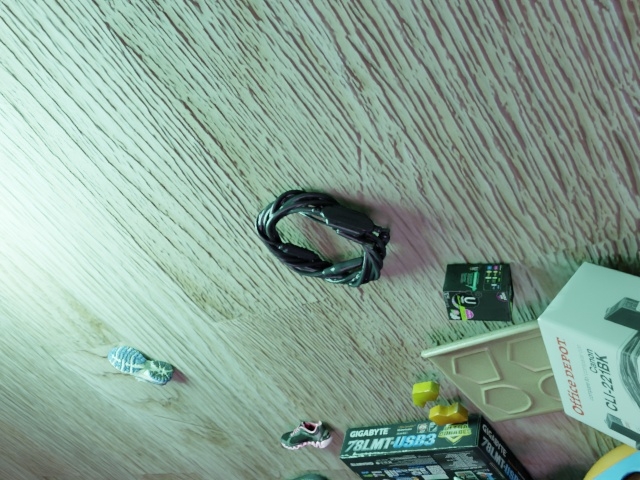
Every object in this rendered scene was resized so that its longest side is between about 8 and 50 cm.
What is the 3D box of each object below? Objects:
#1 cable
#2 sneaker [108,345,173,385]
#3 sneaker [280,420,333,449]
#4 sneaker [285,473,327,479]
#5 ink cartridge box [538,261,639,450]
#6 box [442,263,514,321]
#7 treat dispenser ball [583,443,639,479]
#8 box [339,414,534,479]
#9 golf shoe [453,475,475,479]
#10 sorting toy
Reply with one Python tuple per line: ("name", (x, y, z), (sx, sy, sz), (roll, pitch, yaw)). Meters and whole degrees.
("cable", (0.000, 0.000, 0.864), (0.184, 0.047, 0.150), (16, 142, 3))
("sneaker", (-0.365, 0.260, 1.267), (0.135, 0.052, 0.058), (25, 142, -2))
("sneaker", (-0.034, 0.387, 1.270), (0.119, 0.047, 0.057), (-15, 111, 29))
("sneaker", (-0.061, 0.616, 1.465), (0.084, 0.097, 0.234), (31, 137, -9))
("ink cartridge box", (0.406, 0.160, 0.710), (0.273, 0.114, 0.197), (23, 148, 50))
("box", (0.210, 0.069, 0.834), (0.083, 0.052, 0.062), (-1, 134, 22))
("treat dispenser ball", (0.516, 0.429, 0.901), (0.288, 0.288, 0.288), (12, 136, 11))
("box", (0.234, 0.454, 1.200), (0.295, 0.073, 0.293), (-19, 124, 35))
("golf shoe", (0.273, 0.448, 1.076), (0.198, 0.077, 0.094), (-25, 120, 35))
("sorting toy", (0.265, 0.211, 0.971), (0.307, 0.041, 0.229), (-25, 124, 39))
